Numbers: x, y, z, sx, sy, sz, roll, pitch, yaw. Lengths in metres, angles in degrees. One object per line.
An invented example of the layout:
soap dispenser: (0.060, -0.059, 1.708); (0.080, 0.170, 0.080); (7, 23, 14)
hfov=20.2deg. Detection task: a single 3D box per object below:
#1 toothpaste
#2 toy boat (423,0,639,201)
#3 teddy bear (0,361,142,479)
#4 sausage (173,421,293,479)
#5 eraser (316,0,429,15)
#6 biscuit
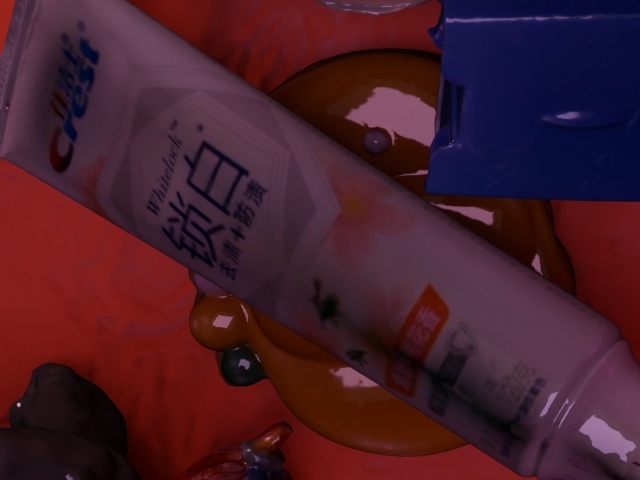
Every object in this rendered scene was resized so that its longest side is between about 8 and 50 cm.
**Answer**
toothpaste: (0.000, 0.000, 0.678); (0.323, 0.066, 0.100); (32, 124, 19)
toy boat: (0.186, -0.070, 0.644); (0.295, 0.088, 0.129); (0, 140, -2)
teddy bear: (-0.153, 0.134, 0.738); (0.144, 0.171, 0.251); (27, 118, -15)
sausage: (-0.073, 0.195, 0.780); (0.074, 0.074, 0.274); (25, 106, 6)
eraser: (-0.023, -0.206, 0.587); (0.171, 0.087, 0.290); (5, 142, 9)
biscuit: (0.018, 0.011, 0.729); (0.170, 0.050, 0.170); (3, 102, 12)
